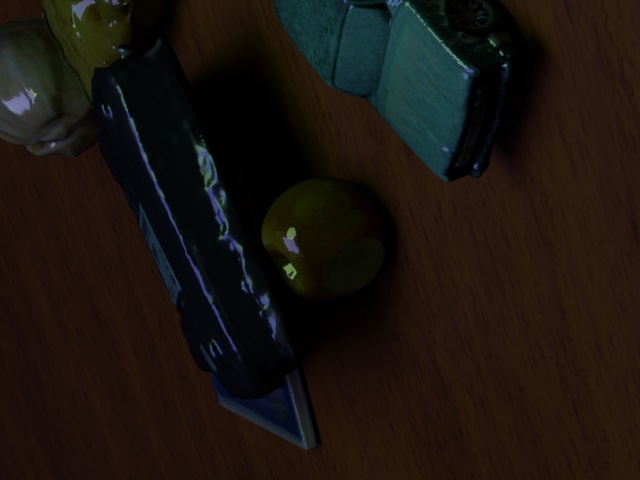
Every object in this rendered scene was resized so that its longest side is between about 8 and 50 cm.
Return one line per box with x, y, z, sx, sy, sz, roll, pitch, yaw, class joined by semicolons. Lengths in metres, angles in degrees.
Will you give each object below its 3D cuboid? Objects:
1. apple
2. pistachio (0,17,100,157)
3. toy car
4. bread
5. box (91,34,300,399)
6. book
0.000;0.000;1.413;0.099;0.102;0.114;44;148;38;apple
-0.331;-0.188;1.863;0.229;0.157;0.157;44;146;50;pistachio
0.029;-0.186;1.217;0.321;0.097;0.141;53;151;29;toy car
-0.223;-0.262;1.662;0.161;0.088;0.233;53;148;17;bread
-0.127;-0.007;1.564;0.359;0.091;0.350;137;110;-80;box
-0.098;0.060;1.746;0.228;0.018;0.322;17;125;59;book
